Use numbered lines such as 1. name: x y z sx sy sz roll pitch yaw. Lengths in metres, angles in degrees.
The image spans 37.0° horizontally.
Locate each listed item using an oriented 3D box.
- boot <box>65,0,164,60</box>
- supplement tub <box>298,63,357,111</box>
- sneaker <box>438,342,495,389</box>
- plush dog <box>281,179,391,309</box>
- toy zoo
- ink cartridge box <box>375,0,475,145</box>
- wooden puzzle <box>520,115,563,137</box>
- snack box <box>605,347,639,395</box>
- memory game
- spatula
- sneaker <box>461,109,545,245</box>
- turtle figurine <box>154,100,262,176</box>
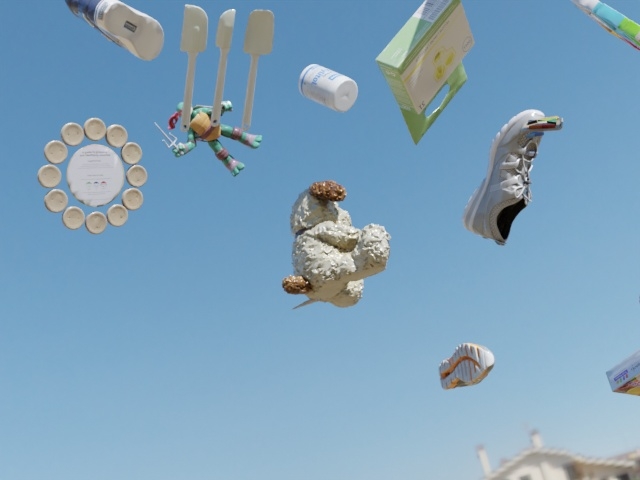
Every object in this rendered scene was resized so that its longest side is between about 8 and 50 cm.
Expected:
1. boot: -0.328 -0.354 1.544 0.069 0.086 0.190 -61 -20 -2
2. supplement tub: 0.014 -0.303 1.901 0.071 0.107 0.071 -26 -51 -36
3. sneaker: 0.327 0.268 2.051 0.083 0.084 0.215 1 -16 -16
4. plush dog: 0.000 0.000 1.951 0.210 0.225 0.262 -4 -27 -21
5. toy zoo: 0.668 -0.476 2.136 0.192 0.293 0.030 22 -69 -40
6. ink cartridge box: 0.194 -0.281 1.613 0.171 0.056 0.235 -51 -38 -13
7. wooden puzzle: 0.386 -0.202 1.669 0.078 0.014 0.116 -8 18 10
8. snack box: 0.496 0.178 1.375 0.100 0.037 0.141 11 -40 -26
9. memory game: -0.357 -0.101 1.509 0.186 0.186 0.012 1 4 -39
10. spatula: -0.177 -0.309 1.757 0.168 0.019 0.242 -3 -59 -22
11. sneaker: 0.386 -0.119 1.882 0.105 0.115 0.281 -2 -58 -38
12. turtle figurine: -0.260 -0.260 2.228 0.234 0.118 0.175 34 -72 -26
